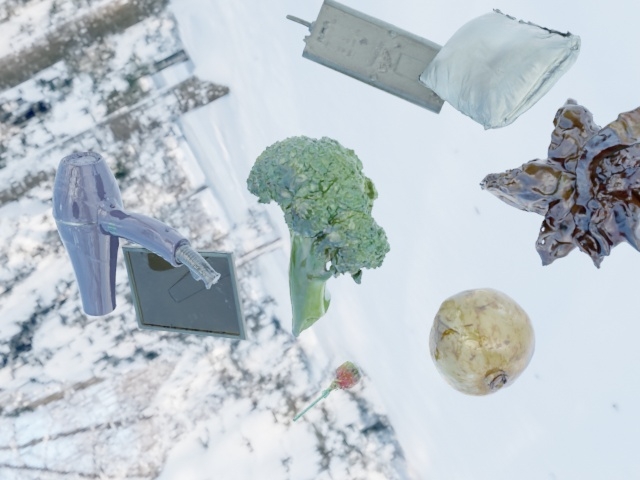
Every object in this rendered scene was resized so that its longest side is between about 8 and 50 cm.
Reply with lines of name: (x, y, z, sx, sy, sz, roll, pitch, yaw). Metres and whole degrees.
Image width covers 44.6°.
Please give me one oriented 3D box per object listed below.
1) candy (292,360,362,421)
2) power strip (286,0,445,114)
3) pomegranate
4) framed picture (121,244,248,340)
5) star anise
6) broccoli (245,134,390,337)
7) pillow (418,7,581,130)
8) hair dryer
candy: (0.013, 0.320, 1.634, 0.060, 0.201, 0.060, 29, 136, 33)
power strip: (0.074, -0.270, 1.117, 0.268, 0.092, 0.034, 23, -166, 2)
pomegranate: (0.321, 0.205, 1.537, 0.215, 0.215, 0.215, 59, 172, 13)
framed picture: (-0.263, 0.099, 1.503, 0.016, 0.250, 0.184, -44, -49, -58)
star anise: (0.326, -0.093, 0.892, 0.148, 0.237, 0.346, 20, 156, -18)
broccoli: (0.020, -0.025, 1.196, 0.254, 0.186, 0.302, -9, 106, 60)
pillow: (0.188, -0.194, 0.858, 0.051, 0.128, 0.229, 44, -171, -26)
hair dryer: (-0.313, 0.027, 1.327, 0.361, 0.121, 0.301, 19, 121, 33)
